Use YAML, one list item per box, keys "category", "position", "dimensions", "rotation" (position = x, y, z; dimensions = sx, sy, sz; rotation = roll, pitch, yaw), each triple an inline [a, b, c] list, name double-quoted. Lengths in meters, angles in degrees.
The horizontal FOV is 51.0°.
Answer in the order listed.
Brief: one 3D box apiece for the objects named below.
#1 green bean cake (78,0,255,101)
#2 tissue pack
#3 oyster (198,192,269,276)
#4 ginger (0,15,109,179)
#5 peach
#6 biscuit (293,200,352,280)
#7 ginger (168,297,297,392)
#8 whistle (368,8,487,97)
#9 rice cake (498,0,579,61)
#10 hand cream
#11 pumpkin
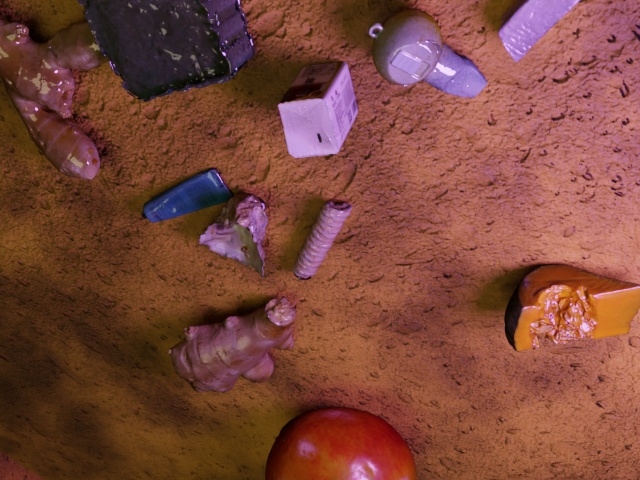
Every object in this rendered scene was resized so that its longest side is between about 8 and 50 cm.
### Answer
- category: "green bean cake"
  position: [-0.263, -0.374, 1.149]
  dimensions: [0.255, 0.132, 0.241]
  rotation: [-9, 123, 28]
- category: "tissue pack"
  position: [-0.003, -0.227, 1.156]
  dimensions: [0.099, 0.148, 0.106]
  rotation: [-2, 126, 21]
- category: "oyster"
  position: [-0.167, -0.021, 1.427]
  dimensions: [0.162, 0.107, 0.232]
  rotation: [21, 150, -3]
- category: "ginger"
  position: [-0.574, -0.319, 1.330]
  dimensions: [0.348, 0.122, 0.363]
  rotation: [26, 137, 2]
- category: "peach"
  position: [0.043, 0.591, 1.662]
  dimensions: [0.389, 0.388, 0.388]
  rotation: [10, 129, 13]
- category: "biscuit"
  position: [0.000, 0.000, 1.397]
  dimensions: [0.061, 0.055, 0.219]
  rotation: [0, 139, -27]
- category: "ginger"
  position: [-0.184, 0.276, 1.615]
  dimensions: [0.376, 0.166, 0.236]
  rotation: [-14, 112, 35]
- category: "whistle"
  position: [0.172, -0.299, 1.084]
  dimensions: [0.223, 0.122, 0.123]
  rotation: [20, 134, -24]
- category: "rice cake"
  position: [0.384, -0.406, 0.935]
  dimensions: [0.073, 0.056, 0.365]
  rotation: [31, 131, -12]
- category: "hand cream"
  position: [-0.298, -0.090, 1.449]
  dimensions: [0.224, 0.048, 0.083]
  rotation: [-17, 120, 23]
- category: "pumpkin"
  position: [0.472, 0.119, 1.286]
  dimensions: [0.248, 0.126, 0.130]
  rotation: [-5, 119, 1]
